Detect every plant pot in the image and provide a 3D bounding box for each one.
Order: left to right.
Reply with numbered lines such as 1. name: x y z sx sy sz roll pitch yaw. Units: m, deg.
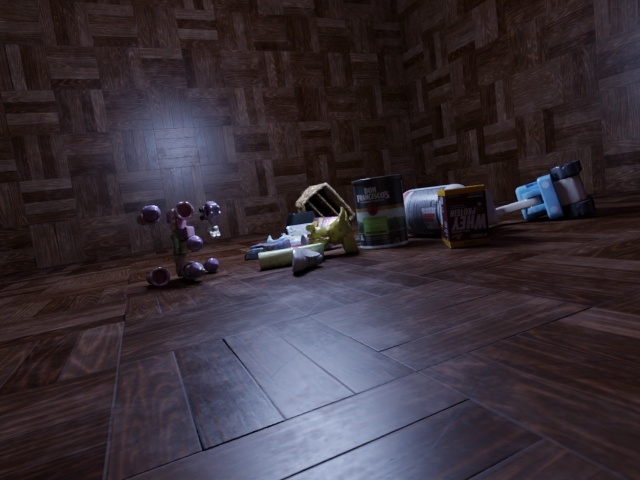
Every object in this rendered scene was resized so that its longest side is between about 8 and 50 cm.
1. plant pot: -0.104 -0.081 2.346 0.187 0.167 0.188 -9 5 -17

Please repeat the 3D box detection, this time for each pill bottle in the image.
1. pill bottle: 0.000 0.000 1.775 0.160 0.087 0.087 -10 6 -22
2. pill bottle: 0.509 -0.124 1.690 0.210 0.210 0.363 -11 7 -31

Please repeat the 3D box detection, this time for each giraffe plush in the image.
1. giraffe plush: 0.039 -0.018 1.565 0.170 0.181 0.210 -19 -13 6

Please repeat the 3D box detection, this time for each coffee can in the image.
1. coffee can: 0.244 -0.116 1.644 0.201 0.276 0.201 -8 6 1

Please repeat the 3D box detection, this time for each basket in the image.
1. basket: 0.016 -0.176 2.471 0.213 0.299 0.223 -51 24 -18

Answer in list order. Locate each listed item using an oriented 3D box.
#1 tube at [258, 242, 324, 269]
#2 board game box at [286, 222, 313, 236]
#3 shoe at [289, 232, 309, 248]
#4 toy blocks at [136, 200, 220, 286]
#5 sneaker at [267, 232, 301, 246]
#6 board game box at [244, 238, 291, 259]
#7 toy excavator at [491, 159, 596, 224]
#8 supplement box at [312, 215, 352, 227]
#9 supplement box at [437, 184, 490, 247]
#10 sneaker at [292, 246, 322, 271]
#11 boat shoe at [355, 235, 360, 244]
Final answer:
1. tube: -0.103 0.056 1.470 0.240 0.062 0.070 -9 4 -8
2. board game box: -0.100 -0.037 2.223 0.154 0.103 0.026 -9 -25 -16
3. shoe: -0.061 0.003 1.863 0.177 0.081 0.063 -7 6 13
4. toy blocks: -0.461 -0.002 1.445 0.308 0.289 0.260 -9 -1 -36
5. sneaker: -0.148 0.000 2.011 0.237 0.086 0.085 -7 4 -5
6. board game box: -0.241 0.043 1.828 0.194 0.060 0.194 -8 5 3
7. toy excavator: 0.904 -0.160 1.757 0.445 0.222 0.433 -21 -2 35
8. supplement box: 0.054 -0.057 2.035 0.188 0.104 0.081 -2 -36 24
9. supplement box: 0.490 -0.086 1.405 0.129 0.194 0.191 -7 6 9
10. sneaker: -0.041 0.060 1.336 0.094 0.080 0.212 4 6 5
11. boat shoe: 0.204 -0.022 1.822 0.206 0.065 0.075 -12 7 -33
